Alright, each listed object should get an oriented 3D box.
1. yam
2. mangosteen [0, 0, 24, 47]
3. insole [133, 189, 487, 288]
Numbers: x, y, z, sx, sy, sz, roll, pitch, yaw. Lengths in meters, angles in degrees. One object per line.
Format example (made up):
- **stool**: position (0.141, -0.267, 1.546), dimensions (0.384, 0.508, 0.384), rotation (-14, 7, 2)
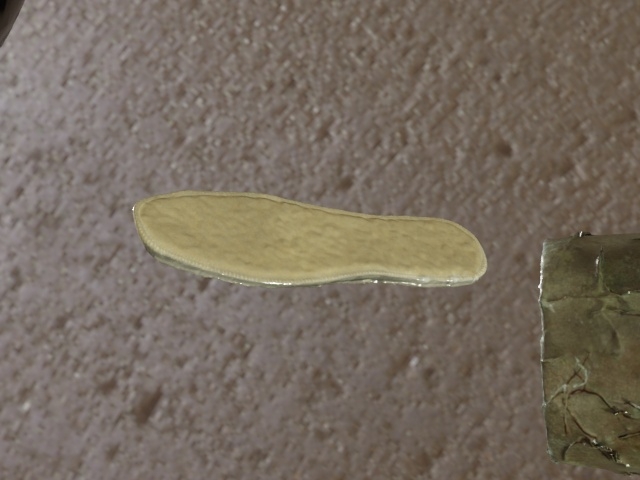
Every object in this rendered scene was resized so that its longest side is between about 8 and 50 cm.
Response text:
- **yam**: position (0.356, 0.092, 1.124), dimensions (0.348, 0.241, 0.241), rotation (-1, 61, 20)
- **mangosteen**: position (-0.292, -0.178, 0.681), dimensions (0.233, 0.287, 0.287), rotation (22, 78, 49)
- **insole**: position (0.000, 0.000, 0.848), dimensions (0.081, 0.248, 0.011), rotation (-110, 34, -41)
